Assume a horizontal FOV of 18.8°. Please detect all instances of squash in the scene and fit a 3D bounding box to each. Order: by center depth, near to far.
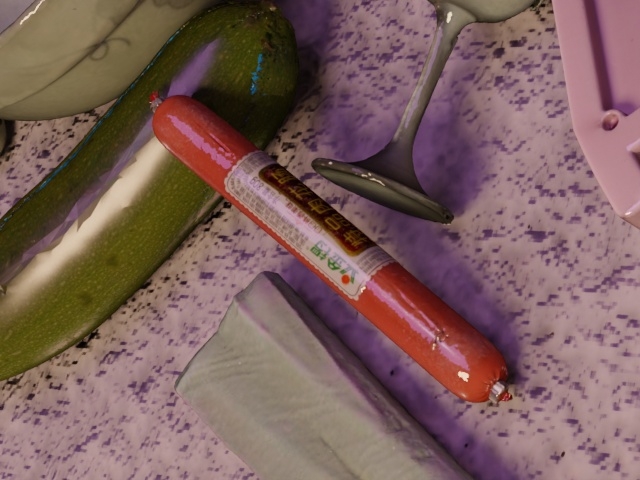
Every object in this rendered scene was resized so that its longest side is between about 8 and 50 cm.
[{"bbox_3d":[-0.130,-0.004,1.066,0.331,0.087,0.087,-43,49,15],"label":"squash"}]

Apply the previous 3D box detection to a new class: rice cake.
[{"bbox_3d":[0.010,0.102,0.928,0.080,0.042,0.222,-50,46,4],"label":"rice cake"}]

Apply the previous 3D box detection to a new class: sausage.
[{"bbox_3d":[0.000,0.000,0.946,0.253,0.034,0.034,39,97,24],"label":"sausage"}]

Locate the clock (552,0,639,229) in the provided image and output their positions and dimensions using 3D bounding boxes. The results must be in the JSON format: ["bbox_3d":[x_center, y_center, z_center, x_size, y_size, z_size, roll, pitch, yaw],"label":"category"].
[{"bbox_3d":[0.227,-0.169,0.850,0.275,0.080,0.290,-26,56,28],"label":"clock"}]

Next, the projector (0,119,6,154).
[{"bbox_3d":[-0.334,-0.099,1.283,0.259,0.079,0.257,-35,53,25],"label":"projector"}]

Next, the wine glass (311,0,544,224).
[{"bbox_3d":[0.067,-0.111,0.955,0.079,0.079,0.196,17,82,43],"label":"wine glass"}]

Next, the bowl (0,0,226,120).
[{"bbox_3d":[-0.149,-0.202,1.119,0.307,0.163,0.307,-17,60,34],"label":"bowl"}]
